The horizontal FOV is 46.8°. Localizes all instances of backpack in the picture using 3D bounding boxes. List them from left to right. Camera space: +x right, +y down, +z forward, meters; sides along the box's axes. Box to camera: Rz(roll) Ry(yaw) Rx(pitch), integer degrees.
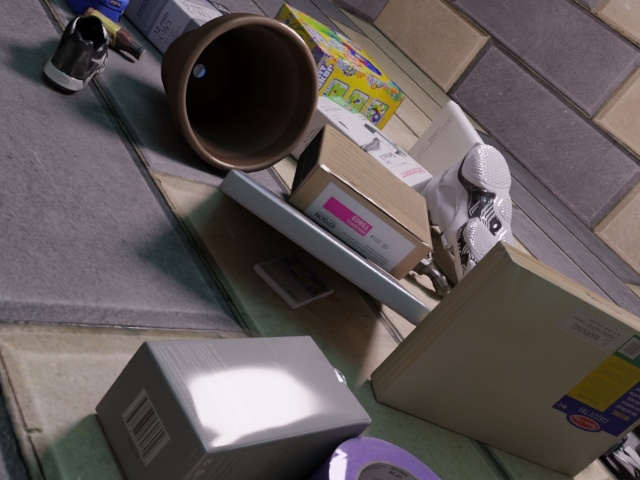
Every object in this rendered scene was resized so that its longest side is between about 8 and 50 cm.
[{"bbox_3d":[-0.420,-0.486,1.447,0.101,0.120,0.098,48,24,24],"label":"backpack"}]

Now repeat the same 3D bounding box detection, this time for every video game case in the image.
[{"bbox_3d":[-0.038,0.058,1.102,0.087,0.011,0.122,43,23,16],"label":"video game case"},{"bbox_3d":[0.000,0.000,1.111,0.329,0.036,0.300,35,2,-6],"label":"video game case"}]

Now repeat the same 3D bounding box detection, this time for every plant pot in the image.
[{"bbox_3d":[-0.167,-0.275,1.297,0.263,0.263,0.229,19,11,-38],"label":"plant pot"}]

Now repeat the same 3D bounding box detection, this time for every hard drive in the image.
[{"bbox_3d":[0.327,-0.236,1.970,0.040,0.203,0.307,30,23,-19],"label":"hard drive"}]

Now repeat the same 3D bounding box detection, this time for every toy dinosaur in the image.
[{"bbox_3d":[0.151,0.009,1.425,0.268,0.064,0.118,31,29,-7],"label":"toy dinosaur"}]

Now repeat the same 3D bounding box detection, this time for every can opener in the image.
[{"bbox_3d":[0.522,0.332,1.298,0.283,0.095,0.076,49,24,26],"label":"can opener"}]

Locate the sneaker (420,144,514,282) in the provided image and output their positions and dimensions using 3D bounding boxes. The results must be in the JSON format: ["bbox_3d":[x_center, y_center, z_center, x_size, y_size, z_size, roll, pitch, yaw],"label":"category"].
[{"bbox_3d":[0.302,-0.018,1.613,0.137,0.210,0.365,24,60,-29],"label":"sneaker"}]

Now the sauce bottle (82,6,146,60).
[{"bbox_3d":[-0.391,-0.389,1.404,0.128,0.042,0.042,34,22,-5],"label":"sauce bottle"}]

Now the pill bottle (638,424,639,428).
[{"bbox_3d":[0.704,0.358,1.491,0.208,0.119,0.119,47,24,23],"label":"pill bottle"}]

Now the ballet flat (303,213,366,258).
[{"bbox_3d":[0.018,-0.043,1.313,0.203,0.074,0.074,45,23,11],"label":"ballet flat"}]

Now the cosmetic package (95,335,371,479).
[{"bbox_3d":[-0.075,0.169,0.716,0.238,0.107,0.127,13,33,-51],"label":"cosmetic package"}]

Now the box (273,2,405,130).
[{"bbox_3d":[0.013,-0.419,1.896,0.279,0.177,0.290,17,30,-38],"label":"box"}]

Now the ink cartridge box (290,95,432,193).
[{"bbox_3d":[0.079,-0.174,1.585,0.289,0.121,0.211,42,23,9],"label":"ink cartridge box"}]

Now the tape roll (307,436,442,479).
[{"bbox_3d":[0.063,0.290,0.713,0.189,0.080,0.189,31,23,-14],"label":"tape roll"}]

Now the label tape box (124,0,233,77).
[{"bbox_3d":[-0.280,-0.477,1.651,0.347,0.115,0.249,48,24,19],"label":"label tape box"}]

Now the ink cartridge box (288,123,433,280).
[{"bbox_3d":[0.070,-0.068,1.240,0.235,0.088,0.193,36,26,-14],"label":"ink cartridge box"}]

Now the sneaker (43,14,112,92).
[{"bbox_3d":[-0.378,-0.323,1.209,0.078,0.106,0.234,31,23,-18],"label":"sneaker"}]

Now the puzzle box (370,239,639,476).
[{"bbox_3d":[0.308,0.185,1.035,0.409,0.272,0.052,27,26,-27],"label":"puzzle box"}]
